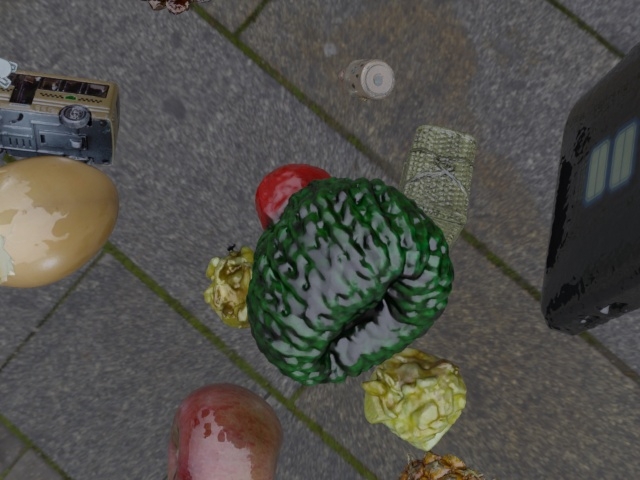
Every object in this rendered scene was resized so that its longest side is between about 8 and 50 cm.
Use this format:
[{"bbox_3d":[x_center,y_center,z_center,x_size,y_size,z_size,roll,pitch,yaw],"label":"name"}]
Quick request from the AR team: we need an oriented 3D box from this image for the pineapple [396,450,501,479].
[{"bbox_3d":[0.285,0.600,1.623,0.344,0.286,0.209,46,57,9],"label":"pineapple"}]

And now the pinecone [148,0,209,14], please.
[{"bbox_3d":[-0.254,-0.503,1.333,0.221,0.221,0.222,0,84,1],"label":"pinecone"}]

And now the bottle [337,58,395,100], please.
[{"bbox_3d":[0.104,-0.374,1.846,0.098,0.152,0.099,-4,101,-22],"label":"bottle"}]

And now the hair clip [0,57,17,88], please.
[{"bbox_3d":[-0.367,-0.196,0.809,0.115,0.039,0.030,25,77,-27],"label":"hair clip"}]

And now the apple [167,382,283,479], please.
[{"bbox_3d":[-0.217,0.509,1.877,0.269,0.344,0.345,7,84,-18],"label":"apple"}]

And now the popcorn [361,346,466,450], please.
[{"bbox_3d":[0.170,0.283,1.452,0.185,0.187,0.167,24,81,10],"label":"popcorn"}]

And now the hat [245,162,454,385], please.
[{"bbox_3d":[0.000,0.000,1.045,0.274,0.242,0.332,-38,48,10],"label":"hat"}]

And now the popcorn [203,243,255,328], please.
[{"bbox_3d":[-0.137,0.091,1.632,0.218,0.189,0.170,-25,74,36],"label":"popcorn"}]

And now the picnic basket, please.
[{"bbox_3d":[0.224,-0.106,1.549,0.134,0.154,0.196,16,59,-2],"label":"picnic basket"}]

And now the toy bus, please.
[{"bbox_3d":[-0.531,-0.239,1.506,0.289,0.139,0.157,5,50,-7],"label":"toy bus"}]

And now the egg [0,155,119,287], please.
[{"bbox_3d":[-0.440,-0.036,1.276,0.244,0.201,0.201,-26,84,-29],"label":"egg"}]

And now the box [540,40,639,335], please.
[{"bbox_3d":[0.391,-0.079,0.999,0.090,0.350,0.359,17,69,-5],"label":"box"}]
